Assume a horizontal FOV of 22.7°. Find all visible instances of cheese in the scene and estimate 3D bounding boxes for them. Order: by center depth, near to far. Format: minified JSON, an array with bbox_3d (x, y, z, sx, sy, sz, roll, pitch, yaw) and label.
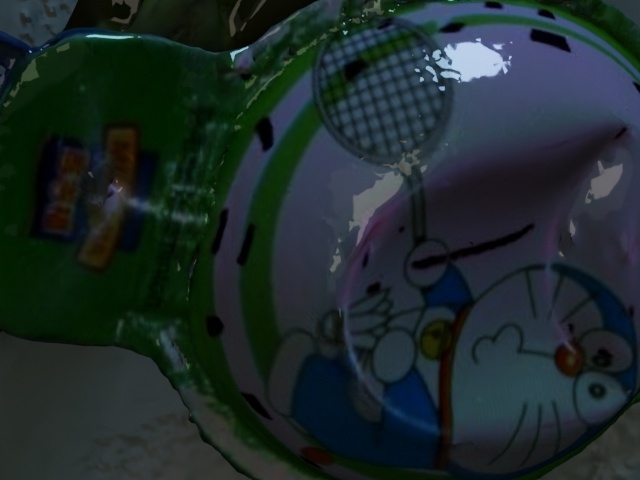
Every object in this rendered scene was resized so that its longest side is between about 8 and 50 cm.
[{"bbox_3d":[0.000,0.000,0.527,0.320,0.083,0.204,9,107,-21],"label":"cheese"}]

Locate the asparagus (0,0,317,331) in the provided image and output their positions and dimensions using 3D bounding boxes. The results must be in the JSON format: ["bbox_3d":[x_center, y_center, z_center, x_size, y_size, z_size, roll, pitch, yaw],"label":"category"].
[{"bbox_3d":[-0.054,-0.067,0.561,0.080,0.080,0.287,39,91,-3],"label":"asparagus"}]
